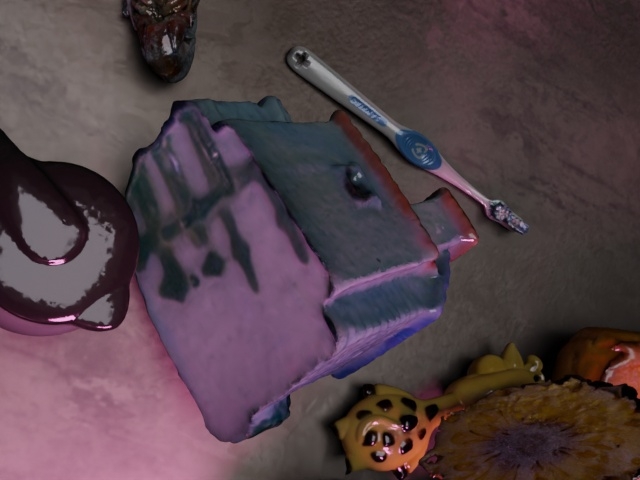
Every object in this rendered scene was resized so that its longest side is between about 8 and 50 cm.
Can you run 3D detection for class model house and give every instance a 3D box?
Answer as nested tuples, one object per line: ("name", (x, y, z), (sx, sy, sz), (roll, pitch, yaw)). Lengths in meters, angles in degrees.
("model house", (0.000, 0.000, 0.879), (0.329, 0.252, 0.294), (-17, 69, -45))

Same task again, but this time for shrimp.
("shrimp", (-0.176, -0.286, 0.881), (0.090, 0.079, 0.232), (-8, 86, 15))

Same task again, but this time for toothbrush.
("toothbrush", (0.115, -0.121, 1.016), (0.386, 0.040, 0.040), (36, 74, -13))

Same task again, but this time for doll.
("doll", (0.150, 0.204, 0.975), (0.291, 0.086, 0.117), (-15, 82, -21))

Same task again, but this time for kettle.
("kettle", (-0.267, -0.013, 0.732), (0.161, 0.236, 0.221), (-35, 100, -21))

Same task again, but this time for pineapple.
("pineapple", (0.270, 0.321, 0.872), (0.263, 0.262, 0.271), (-27, 110, -22))

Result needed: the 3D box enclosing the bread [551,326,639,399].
("bread", (0.439, 0.284, 1.061), (0.337, 0.148, 0.327), (6, 89, -19))
